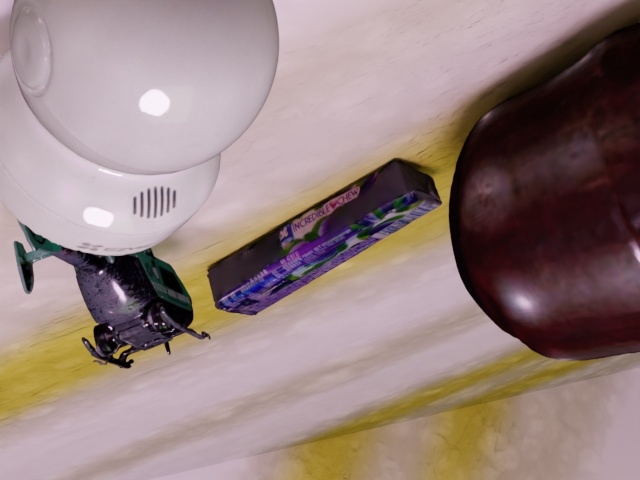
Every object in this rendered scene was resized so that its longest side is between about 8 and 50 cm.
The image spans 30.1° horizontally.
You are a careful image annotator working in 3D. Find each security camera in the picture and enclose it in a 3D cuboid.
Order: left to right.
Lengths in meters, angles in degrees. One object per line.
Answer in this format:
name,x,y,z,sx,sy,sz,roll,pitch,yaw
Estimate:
security camera,-0.130,-0.121,0.850,0.194,0.195,0.236,-6,154,-33

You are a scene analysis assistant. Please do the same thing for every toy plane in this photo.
toy plane,-0.216,0.033,1.221,0.106,0.155,0.381,-22,161,10

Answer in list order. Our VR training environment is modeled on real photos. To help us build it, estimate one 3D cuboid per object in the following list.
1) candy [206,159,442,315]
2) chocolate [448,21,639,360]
candy,0.000,0.000,1.460,0.312,0.061,0.088,-30,156,26
chocolate,0.319,-0.023,1.289,0.331,0.384,0.383,-27,159,37
